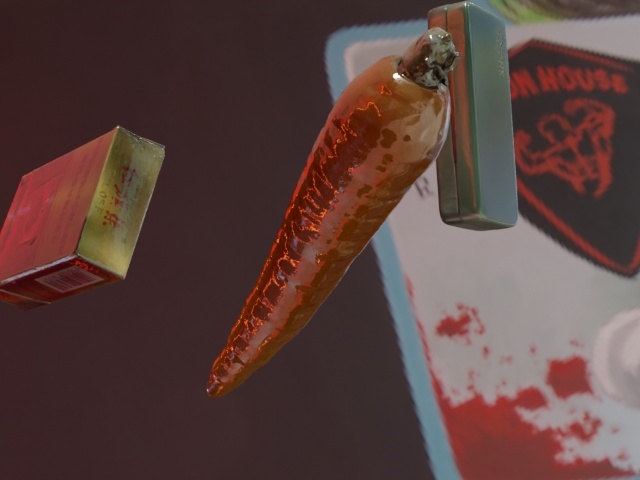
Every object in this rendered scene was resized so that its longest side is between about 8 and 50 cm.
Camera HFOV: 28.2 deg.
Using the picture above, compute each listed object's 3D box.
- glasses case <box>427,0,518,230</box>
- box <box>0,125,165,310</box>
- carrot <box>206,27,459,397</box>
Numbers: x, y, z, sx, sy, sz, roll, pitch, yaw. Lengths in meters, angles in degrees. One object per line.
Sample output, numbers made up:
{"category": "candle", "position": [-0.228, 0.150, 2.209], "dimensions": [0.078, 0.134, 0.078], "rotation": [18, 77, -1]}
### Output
{"category": "glasses case", "position": [0.128, -0.102, 1.066], "dimensions": [0.039, 0.184, 0.078], "rotation": [-8, -9, 33]}
{"category": "box", "position": [-0.271, -0.020, 1.381], "dimensions": [0.071, 0.159, 0.240], "rotation": [27, -25, -31]}
{"category": "carrot", "position": [0.000, 0.000, 0.810], "dimensions": [0.069, 0.069, 0.336], "rotation": [-1, -44, -37]}
